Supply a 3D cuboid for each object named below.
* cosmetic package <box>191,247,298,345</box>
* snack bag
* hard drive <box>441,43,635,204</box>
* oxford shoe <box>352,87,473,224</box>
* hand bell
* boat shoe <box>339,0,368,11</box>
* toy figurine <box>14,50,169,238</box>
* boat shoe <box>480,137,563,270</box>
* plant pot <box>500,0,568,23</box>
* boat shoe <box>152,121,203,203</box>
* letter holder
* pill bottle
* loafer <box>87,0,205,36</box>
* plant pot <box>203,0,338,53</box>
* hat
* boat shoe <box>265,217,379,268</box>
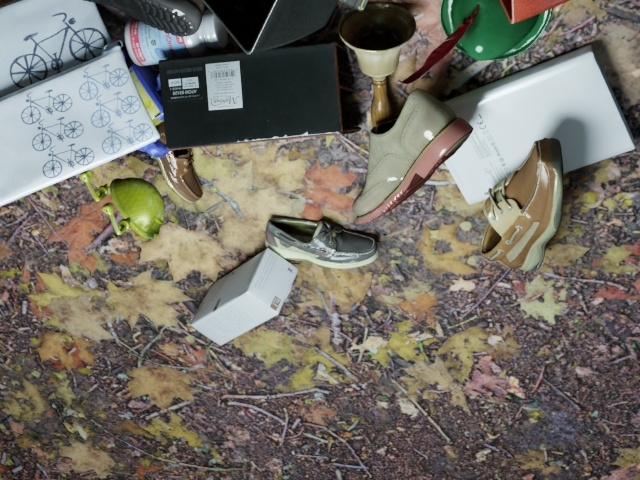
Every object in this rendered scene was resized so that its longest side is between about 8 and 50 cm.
[{"bbox_3d":[-0.152,0.114,2.057,0.085,0.117,0.231,36,142,-16],"label":"cosmetic package"},{"bbox_3d":[-0.476,-0.256,1.737,0.323,0.037,0.342,-23,81,-4],"label":"snack bag"},{"bbox_3d":[0.355,-0.192,1.795,0.308,0.040,0.203,-19,121,25],"label":"hard drive"},{"bbox_3d":[0.134,-0.146,1.827,0.130,0.123,0.348,48,142,4],"label":"oxford shoe"},{"bbox_3d":[0.100,-0.269,1.771,0.126,0.126,0.242,4,141,9],"label":"hand bell"},{"bbox_3d":[0.094,-0.454,1.627,0.069,0.081,0.227,27,135,-13],"label":"boat shoe"},{"bbox_3d":[-0.329,-0.207,1.820,0.217,0.191,0.362,-35,83,9],"label":"toy figurine"},{"bbox_3d":[0.344,-0.050,1.812,0.120,0.122,0.324,3,144,1],"label":"boat shoe"},{"bbox_3d":[0.336,-0.498,1.419,0.236,0.267,0.267,-12,137,1],"label":"plant pot"},{"bbox_3d":[-0.267,-0.147,1.949,0.060,0.064,0.178,-19,117,23],"label":"boat shoe"},{"bbox_3d":[-0.095,-0.244,1.800,0.302,0.214,0.151,-4,95,13],"label":"letter holder"},{"bbox_3d":[-0.244,-0.349,1.772,0.160,0.087,0.087,-6,126,16],"label":"pill bottle"},{"bbox_3d":[-0.341,-0.458,1.707,0.366,0.130,0.134,26,164,2],"label":"loafer"},{"bbox_3d":[-0.061,-0.415,1.605,0.188,0.167,0.187,52,129,26],"label":"plant pot"},{"bbox_3d":[0.261,-0.312,1.630,0.173,0.183,0.208,34,127,-15],"label":"hat"},{"bbox_3d":[0.000,-0.001,1.996,0.224,0.080,0.073,7,134,13],"label":"boat shoe"}]
